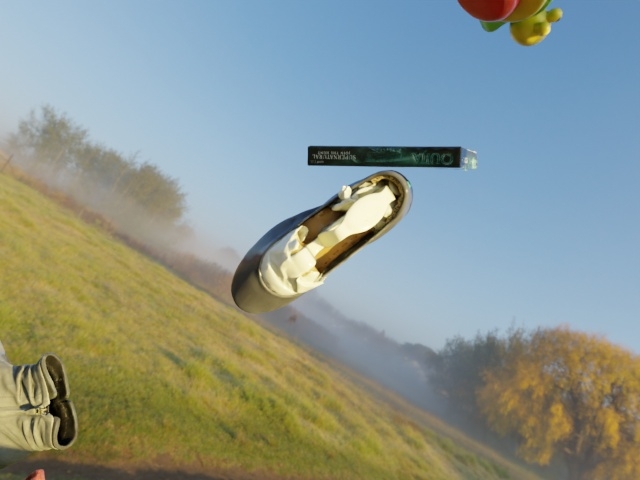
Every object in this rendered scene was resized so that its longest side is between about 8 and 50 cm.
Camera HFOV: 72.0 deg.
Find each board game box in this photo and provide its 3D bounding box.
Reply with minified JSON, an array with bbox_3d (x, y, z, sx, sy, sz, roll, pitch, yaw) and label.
[{"bbox_3d":[0.094,-0.104,0.558,0.186,0.026,0.126,7,10,27],"label":"board game box"}]

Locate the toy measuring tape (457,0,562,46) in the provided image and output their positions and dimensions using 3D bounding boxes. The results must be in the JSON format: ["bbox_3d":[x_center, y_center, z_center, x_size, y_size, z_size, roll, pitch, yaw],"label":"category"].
[{"bbox_3d":[0.148,-0.306,0.383,0.121,0.122,0.330,12,-24,50],"label":"toy measuring tape"}]

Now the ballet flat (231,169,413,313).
[{"bbox_3d":[0.000,0.000,0.404,0.074,0.203,0.074,56,-1,2],"label":"ballet flat"}]

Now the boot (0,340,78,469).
[{"bbox_3d":[-0.438,0.194,0.637,0.247,0.161,0.083,66,14,9],"label":"boot"}]

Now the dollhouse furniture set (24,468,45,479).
[{"bbox_3d":[-0.393,0.341,0.299,0.152,0.374,0.201,57,7,25],"label":"dollhouse furniture set"}]
